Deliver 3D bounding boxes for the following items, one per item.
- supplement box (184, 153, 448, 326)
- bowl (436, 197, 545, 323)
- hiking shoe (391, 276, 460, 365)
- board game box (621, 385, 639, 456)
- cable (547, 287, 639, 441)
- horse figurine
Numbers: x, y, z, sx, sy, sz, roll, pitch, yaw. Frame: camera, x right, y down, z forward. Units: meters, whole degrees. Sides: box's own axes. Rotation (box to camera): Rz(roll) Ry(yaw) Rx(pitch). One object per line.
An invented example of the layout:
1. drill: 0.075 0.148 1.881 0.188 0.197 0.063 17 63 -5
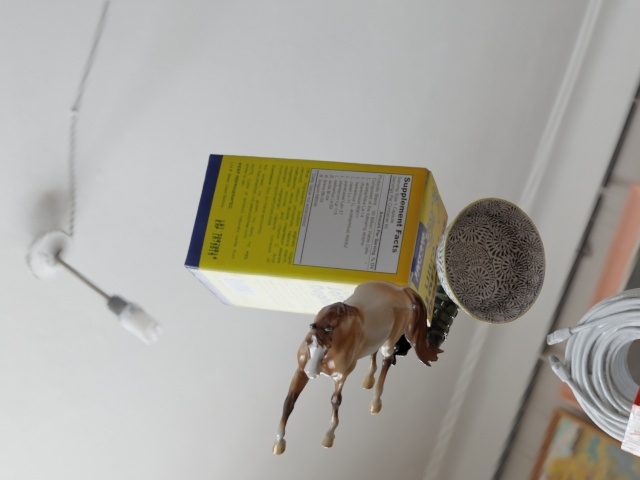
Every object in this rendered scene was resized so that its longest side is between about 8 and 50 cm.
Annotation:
1. supplement box: 0.000 0.000 1.822 0.195 0.357 0.194 55 -137 -64
2. bowl: 0.216 0.030 1.593 0.170 0.080 0.170 3 -97 -28
3. hiking shoe: 0.205 0.131 2.004 0.227 0.114 0.086 -34 -41 25
4. board game box: 0.388 0.129 1.281 0.193 0.045 0.146 -62 -20 -23
5. cable: 0.518 0.203 1.848 0.257 0.257 0.089 -37 -12 34
6. horse figurine: 0.038 0.106 1.142 0.263 0.066 0.174 -24 -48 -51
